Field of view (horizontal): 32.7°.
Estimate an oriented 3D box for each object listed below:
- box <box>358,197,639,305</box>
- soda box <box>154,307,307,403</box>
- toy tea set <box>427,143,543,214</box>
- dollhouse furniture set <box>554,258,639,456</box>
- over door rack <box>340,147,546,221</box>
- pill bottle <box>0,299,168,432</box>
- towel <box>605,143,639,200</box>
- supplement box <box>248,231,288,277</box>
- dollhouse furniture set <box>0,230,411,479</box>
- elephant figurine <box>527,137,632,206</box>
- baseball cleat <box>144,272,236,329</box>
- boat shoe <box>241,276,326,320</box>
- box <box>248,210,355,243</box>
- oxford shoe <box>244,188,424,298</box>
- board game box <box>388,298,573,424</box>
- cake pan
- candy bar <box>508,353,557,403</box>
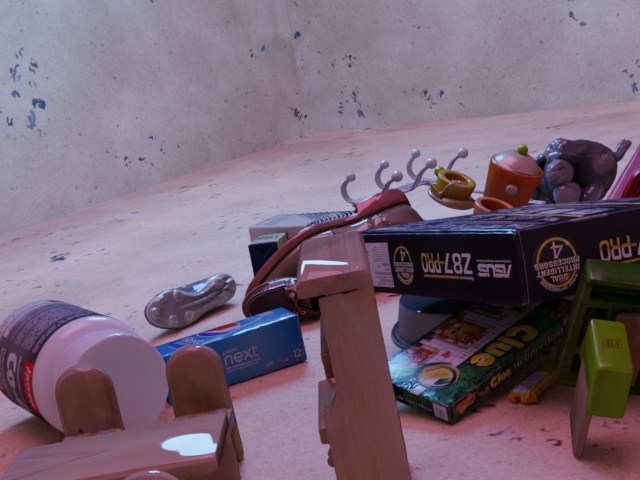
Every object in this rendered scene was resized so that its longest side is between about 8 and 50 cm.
[{"bbox_3d":[0.272,0.005,1.403,0.318,0.097,0.395,-11,4,-25],"label":"box"},{"bbox_3d":[-0.130,0.161,1.548,0.210,0.071,0.067,-16,13,-21],"label":"soda box"},{"bbox_3d":[0.337,-0.065,1.823,0.200,0.124,0.336,-1,30,-32],"label":"toy tea set"},{"bbox_3d":[0.409,0.148,1.116,0.301,0.151,0.198,7,35,3],"label":"dollhouse furniture set"},{"bbox_3d":[0.236,-0.089,2.031,0.324,0.108,0.239,25,30,33],"label":"over door rack"},{"bbox_3d":[-0.325,0.173,1.460,0.161,0.161,0.283,-19,13,-30],"label":"pill bottle"},{"bbox_3d":[0.480,-0.061,1.770,0.031,0.199,0.275,30,20,6],"label":"towel"},{"bbox_3d":[-0.092,0.035,2.069,0.056,0.083,0.083,-7,11,15],"label":"supplement box"},{"bbox_3d":[-0.124,0.166,1.069,0.394,0.257,0.362,-11,12,2],"label":"dollhouse furniture set"},{"bbox_3d":[0.455,-0.116,2.135,0.186,0.169,0.239,15,-12,-14],"label":"elephant figurine"},{"bbox_3d":[-0.241,0.115,1.924,0.206,0.072,0.109,-17,-2,-44],"label":"baseball cleat"},{"bbox_3d":[-0.023,0.092,1.765,0.207,0.073,0.073,-14,10,-10],"label":"boat shoe"},{"bbox_3d":[0.000,0.000,2.121,0.275,0.094,0.113,-2,15,38],"label":"box"},{"bbox_3d":[0.035,0.039,1.854,0.348,0.123,0.130,-32,60,-14],"label":"oxford shoe"},{"bbox_3d":[0.195,0.131,1.346,0.259,0.030,0.136,-30,33,-34],"label":"board game box"},{"bbox_3d":[0.241,0.089,1.575,0.293,0.054,0.293,-12,12,2],"label":"cake pan"},{"bbox_3d":[0.276,0.158,1.304,0.040,0.018,0.161,-6,13,41],"label":"candy bar"}]
